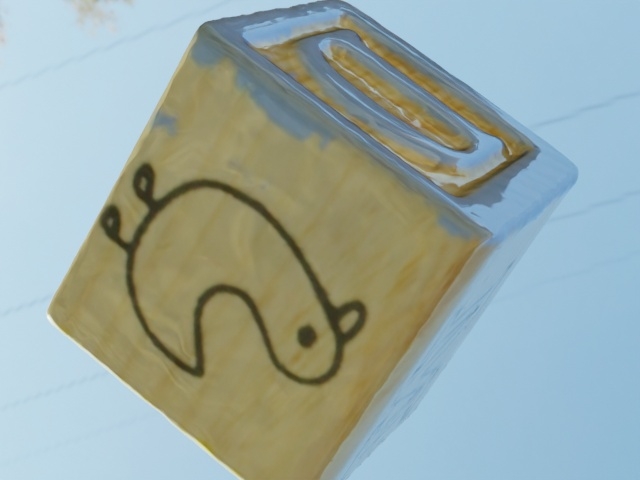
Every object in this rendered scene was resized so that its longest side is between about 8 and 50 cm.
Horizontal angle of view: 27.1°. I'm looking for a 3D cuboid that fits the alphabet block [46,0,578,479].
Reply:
[{"bbox_3d":[0.000,0.000,0.751,0.192,0.193,0.197,37,-65,14],"label":"alphabet block"}]
